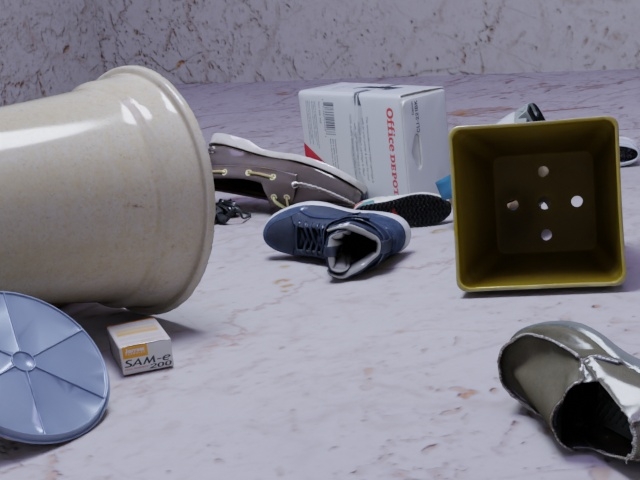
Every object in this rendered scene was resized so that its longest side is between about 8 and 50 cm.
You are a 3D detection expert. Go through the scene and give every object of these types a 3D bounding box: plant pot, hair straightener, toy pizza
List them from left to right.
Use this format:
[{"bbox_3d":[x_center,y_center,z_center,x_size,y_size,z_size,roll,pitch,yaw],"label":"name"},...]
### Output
[{"bbox_3d":[-0.318,0.136,1.343,0.201,0.032,0.201,24,35,-18],"label":"toy pizza"},{"bbox_3d":[-0.352,-0.049,1.597,0.306,0.333,0.334,-9,12,-42],"label":"plant pot"},{"bbox_3d":[-0.189,-0.070,2.279,0.089,0.047,0.230,-15,16,-30],"label":"hair straightener"},{"bbox_3d":[0.291,-0.048,1.696,0.212,0.212,0.187,-3,1,13],"label":"plant pot"}]

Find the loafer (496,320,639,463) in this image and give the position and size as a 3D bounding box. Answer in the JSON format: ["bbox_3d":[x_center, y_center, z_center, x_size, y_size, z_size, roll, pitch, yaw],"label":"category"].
[{"bbox_3d":[0.237,0.137,1.163,0.087,0.094,0.251,-9,14,-29],"label":"loafer"}]

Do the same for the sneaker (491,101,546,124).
[{"bbox_3d":[0.310,-0.131,2.210,0.146,0.122,0.330,-23,12,22],"label":"sneaker"}]

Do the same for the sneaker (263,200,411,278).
[{"bbox_3d":[0.001,-0.002,1.843,0.226,0.086,0.163,0,13,20],"label":"sneaker"}]

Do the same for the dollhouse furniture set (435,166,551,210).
[{"bbox_3d":[0.247,-0.054,1.931,0.129,0.128,0.184,-18,-6,-39],"label":"dollhouse furniture set"}]

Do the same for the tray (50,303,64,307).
[{"bbox_3d":[-0.523,0.045,1.918,0.411,0.076,0.203,0,15,28],"label":"tray"}]

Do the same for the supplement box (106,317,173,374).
[{"bbox_3d":[-0.216,0.126,1.527,0.062,0.036,0.098,-10,14,-15],"label":"supplement box"}]

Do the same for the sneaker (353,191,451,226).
[{"bbox_3d":[0.129,-0.055,2.057,0.161,0.057,0.075,-8,19,5],"label":"sneaker"}]

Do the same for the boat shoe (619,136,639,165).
[{"bbox_3d":[0.486,-0.155,2.313,0.184,0.066,0.063,4,13,1],"label":"boat shoe"}]

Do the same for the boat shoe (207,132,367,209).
[{"bbox_3d":[-0.072,-0.102,2.245,0.324,0.096,0.116,17,-14,26],"label":"boat shoe"}]

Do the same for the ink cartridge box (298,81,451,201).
[{"bbox_3d":[0.097,-0.173,2.256,0.114,0.196,0.273,-17,18,-37],"label":"ink cartridge box"}]
